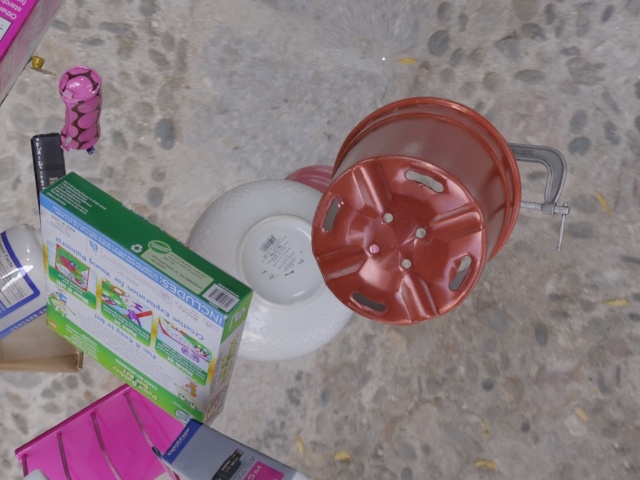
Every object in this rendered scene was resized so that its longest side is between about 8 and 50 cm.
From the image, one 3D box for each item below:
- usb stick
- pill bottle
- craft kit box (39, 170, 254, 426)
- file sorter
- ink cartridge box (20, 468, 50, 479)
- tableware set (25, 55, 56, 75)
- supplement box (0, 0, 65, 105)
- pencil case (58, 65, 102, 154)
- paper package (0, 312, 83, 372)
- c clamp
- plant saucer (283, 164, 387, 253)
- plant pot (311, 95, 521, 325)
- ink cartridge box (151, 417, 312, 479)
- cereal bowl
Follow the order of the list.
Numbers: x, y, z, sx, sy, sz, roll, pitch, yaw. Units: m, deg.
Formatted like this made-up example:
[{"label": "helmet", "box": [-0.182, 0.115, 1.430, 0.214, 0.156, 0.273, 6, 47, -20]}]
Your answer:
[{"label": "usb stick", "box": [-0.620, -0.110, 1.842, 0.045, 0.077, 0.278, 3, 100, 45]}, {"label": "pill bottle", "box": [-0.515, 0.066, 1.319, 0.272, 0.152, 0.152, -32, 99, -11]}, {"label": "craft kit box", "box": [-0.206, 0.079, 0.907, 0.249, 0.061, 0.247, 33, 135, 12]}, {"label": "file sorter", "box": [-0.345, 0.404, 1.396, 0.290, 0.182, 0.202, -31, 117, -13]}, {"label": "ink cartridge box", "box": [-0.310, 0.451, 0.910, 0.198, 0.270, 0.197, -38, 136, -22]}, {"label": "tableware set", "box": [-0.538, -0.319, 1.376, 0.104, 0.154, 0.024, 26, 105, 22]}, {"label": "supplement box", "box": [-0.246, -0.180, 0.554, 0.113, 0.111, 0.220, 29, 67, -16]}, {"label": "pencil case", "box": [-0.508, -0.272, 1.677, 0.095, 0.209, 0.098, 43, 61, 9]}, {"label": "paper package", "box": [-0.682, 0.159, 1.717, 0.324, 0.309, 0.168, 4, 100, -20]}, {"label": "c clamp", "box": [0.280, -0.071, 1.125, 0.160, 0.022, 0.137, 18, 96, 34]}, {"label": "plant saucer", "box": [0.000, 0.000, 1.777, 0.332, 0.084, 0.332, 16, 117, 34]}, {"label": "plant pot", "box": [0.117, -0.032, 1.011, 0.272, 0.265, 0.273, 4, 107, 13]}, {"label": "ink cartridge box", "box": [-0.039, 0.256, 0.753, 0.186, 0.311, 0.065, 43, 68, -19]}, {"label": "cereal bowl", "box": [-0.076, 0.048, 1.416, 0.338, 0.141, 0.339, 2, 81, -13]}]
